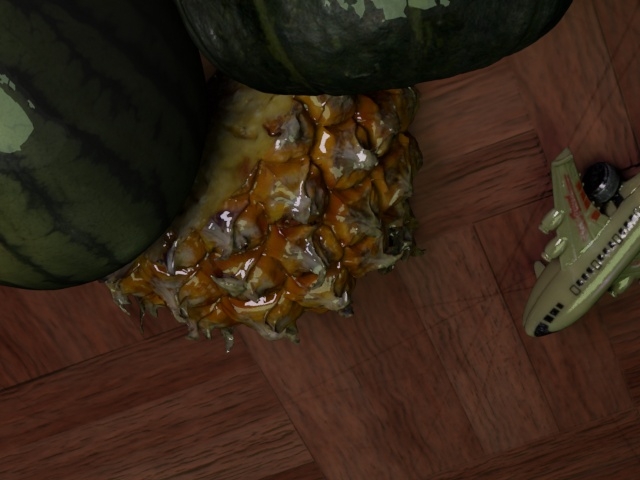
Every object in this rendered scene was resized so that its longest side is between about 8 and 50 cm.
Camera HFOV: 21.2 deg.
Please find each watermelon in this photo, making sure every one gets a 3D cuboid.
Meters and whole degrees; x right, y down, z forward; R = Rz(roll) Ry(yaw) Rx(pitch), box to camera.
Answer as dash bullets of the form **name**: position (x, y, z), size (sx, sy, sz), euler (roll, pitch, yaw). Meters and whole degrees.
- **watermelon**: position (-0.236, -0.123, 1.239), size (0.279, 0.279, 0.359), euler (-25, 138, 13)

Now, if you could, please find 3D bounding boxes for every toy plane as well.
- **toy plane**: position (0.267, -0.005, 1.567), size (0.229, 0.092, 0.244), euler (26, 122, -32)

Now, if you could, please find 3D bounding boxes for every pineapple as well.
- **pineapple**: position (0.003, 0.001, 1.446), size (0.286, 0.209, 0.344), euler (29, 120, -31)

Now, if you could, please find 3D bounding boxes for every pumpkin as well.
- **pumpkin**: position (0.038, -0.204, 1.202), size (0.300, 0.300, 0.207), euler (-10, 111, -1)
